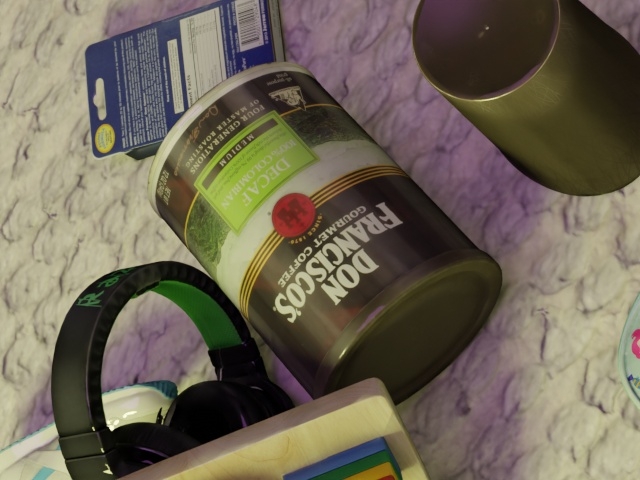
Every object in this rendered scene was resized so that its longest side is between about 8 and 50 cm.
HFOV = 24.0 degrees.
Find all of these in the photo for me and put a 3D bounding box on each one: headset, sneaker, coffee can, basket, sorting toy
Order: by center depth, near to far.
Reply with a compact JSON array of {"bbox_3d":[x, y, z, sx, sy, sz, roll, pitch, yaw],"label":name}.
[{"bbox_3d":[-0.017,0.274,1.252,0.255,0.257,0.089,-22,35,6],"label":"sorting toy"},{"bbox_3d":[0.178,-0.151,1.295,0.154,0.227,0.204,-43,63,12],"label":"basket"},{"bbox_3d":[0.000,0.000,1.366,0.201,0.201,0.275,-48,63,10],"label":"coffee can"},{"bbox_3d":[-0.139,0.218,1.385,0.185,0.243,0.394,-14,98,35],"label":"headset"},{"bbox_3d":[-0.224,0.212,1.506,0.228,0.087,0.092,-34,73,24],"label":"sneaker"}]

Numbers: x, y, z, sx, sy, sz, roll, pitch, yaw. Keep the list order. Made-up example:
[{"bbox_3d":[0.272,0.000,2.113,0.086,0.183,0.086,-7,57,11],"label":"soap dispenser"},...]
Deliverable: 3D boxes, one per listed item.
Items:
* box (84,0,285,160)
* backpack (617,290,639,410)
[{"bbox_3d":[-0.141,-0.168,1.567,0.225,0.036,0.136,-14,73,22],"label":"box"},{"bbox_3d":[0.362,0.064,1.187,0.225,0.191,0.253,34,100,27],"label":"backpack"}]
